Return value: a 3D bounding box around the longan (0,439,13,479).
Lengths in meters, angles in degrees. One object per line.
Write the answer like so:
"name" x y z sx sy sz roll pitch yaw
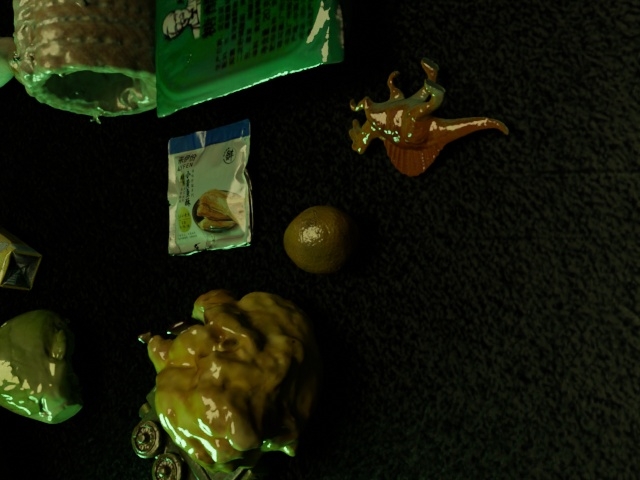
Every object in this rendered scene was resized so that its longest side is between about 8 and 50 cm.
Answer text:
"longan" -0.610 0.397 1.780 0.300 0.243 0.300 177 90 -80

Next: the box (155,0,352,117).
"box" -0.073 -0.308 1.443 0.336 0.106 0.264 -10 77 44

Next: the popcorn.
"popcorn" -0.092 0.159 1.338 0.190 0.191 0.254 -39 48 16

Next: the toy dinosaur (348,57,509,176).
"toy dinosaur" 0.106 -0.124 1.276 0.212 0.057 0.142 48 128 39

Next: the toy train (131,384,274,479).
"toy train" -0.150 0.269 1.446 0.137 0.090 0.225 -50 57 14

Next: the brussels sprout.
"brussels sprout" -0.439 0.195 1.711 0.145 0.131 0.183 -13 64 -3

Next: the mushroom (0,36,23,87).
"mushroom" -0.536 -0.305 1.918 0.223 0.081 0.092 1 66 42

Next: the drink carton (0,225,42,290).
"drink carton" -0.547 0.015 1.884 0.200 0.074 0.084 26 102 42

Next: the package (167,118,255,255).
"package" -0.153 -0.070 1.539 0.171 0.027 0.173 -9 81 43

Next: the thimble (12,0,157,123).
"thimble" -0.312 -0.267 1.584 0.195 0.229 0.148 -13 76 24

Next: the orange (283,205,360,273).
"orange" 0.000 0.000 1.338 0.095 0.085 0.085 -13 75 33
